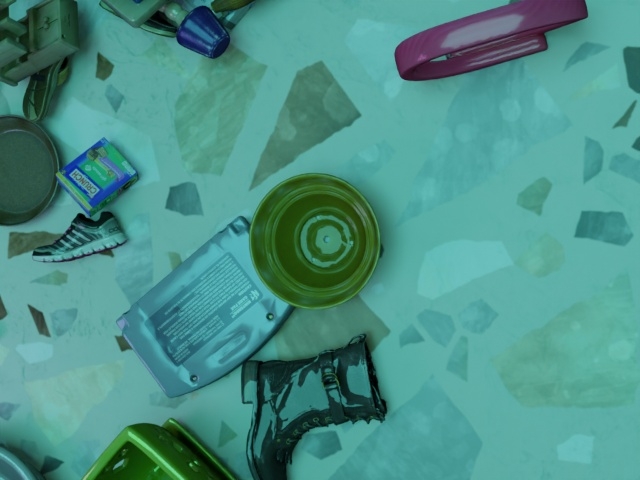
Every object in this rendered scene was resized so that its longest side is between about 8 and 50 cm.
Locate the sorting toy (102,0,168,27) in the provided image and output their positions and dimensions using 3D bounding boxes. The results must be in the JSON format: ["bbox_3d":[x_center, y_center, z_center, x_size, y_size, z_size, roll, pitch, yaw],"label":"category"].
[{"bbox_3d":[-0.300,-0.517,1.745,0.255,0.089,0.257,41,77,14],"label":"sorting toy"}]

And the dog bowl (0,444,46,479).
[{"bbox_3d":[-0.616,0.493,1.842,0.349,0.102,0.348,4,67,-10],"label":"dog bowl"}]

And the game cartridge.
[{"bbox_3d":[-0.182,0.124,1.834,0.294,0.060,0.196,-39,78,13],"label":"game cartridge"}]

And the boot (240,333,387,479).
[{"bbox_3d":[-0.005,0.292,1.774,0.229,0.091,0.262,-7,93,11],"label":"boot"}]

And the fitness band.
[{"bbox_3d":[0.252,-0.303,1.624,0.291,0.209,0.054,-15,86,14],"label":"fitness band"}]

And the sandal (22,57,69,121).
[{"bbox_3d":[-0.467,-0.291,1.898,0.072,0.049,0.180,20,94,35],"label":"sandal"}]

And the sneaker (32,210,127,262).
[{"bbox_3d":[-0.422,-0.007,1.890,0.170,0.063,0.074,-15,88,10],"label":"sneaker"}]

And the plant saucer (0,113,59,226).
[{"bbox_3d":[-0.545,-0.123,1.932,0.199,0.036,0.198,0,91,15],"label":"plant saucer"}]

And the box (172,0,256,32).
[{"bbox_3d":[-0.173,-0.438,1.823,0.145,0.038,0.186,44,102,10],"label":"box"}]

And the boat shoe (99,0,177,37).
[{"bbox_3d":[-0.307,-0.390,1.851,0.152,0.056,0.049,27,103,13],"label":"boat shoe"}]

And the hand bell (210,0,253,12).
[{"bbox_3d":[-0.066,-0.422,1.748,0.242,0.126,0.126,-24,85,14],"label":"hand bell"}]

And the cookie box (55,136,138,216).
[{"bbox_3d":[-0.381,-0.108,1.864,0.107,0.040,0.092,-41,80,-16],"label":"cookie box"}]

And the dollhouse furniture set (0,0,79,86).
[{"bbox_3d":[-0.542,-0.369,1.787,0.161,0.242,0.212,-20,65,29],"label":"dollhouse furniture set"}]

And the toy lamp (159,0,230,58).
[{"bbox_3d":[-0.263,-0.396,1.789,0.275,0.080,0.080,39,100,11],"label":"toy lamp"}]

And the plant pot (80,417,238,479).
[{"bbox_3d":[-0.261,0.437,1.784,0.227,0.207,0.228,42,101,10],"label":"plant pot"}]

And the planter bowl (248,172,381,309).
[{"bbox_3d":[0.000,0.000,1.761,0.217,0.090,0.217,1,92,14],"label":"planter bowl"}]
